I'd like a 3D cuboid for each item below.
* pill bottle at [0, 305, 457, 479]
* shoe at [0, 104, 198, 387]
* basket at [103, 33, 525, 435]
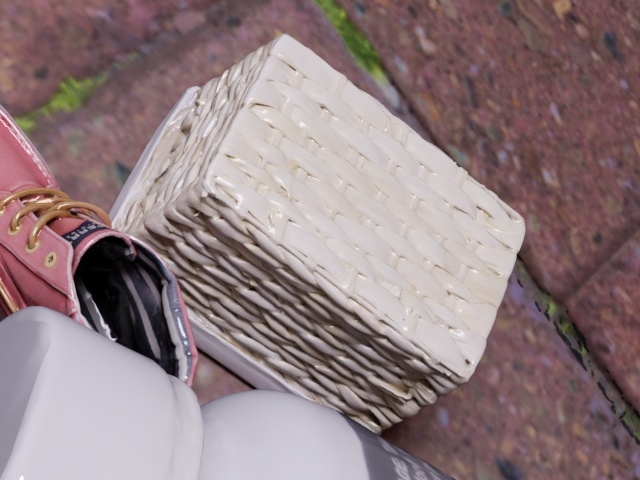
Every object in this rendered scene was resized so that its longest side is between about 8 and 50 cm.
[{"bbox_3d":[0.010,0.180,0.576,0.361,0.204,0.204,32,53,-20],"label":"pill bottle"},{"bbox_3d":[-0.112,-0.001,0.656,0.063,0.081,0.178,-22,82,-41],"label":"shoe"},{"bbox_3d":[0.000,0.000,0.723,0.167,0.103,0.113,37,53,-17],"label":"basket"}]
